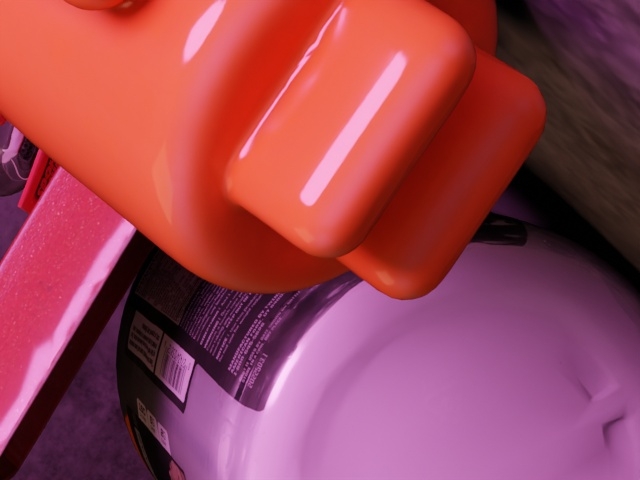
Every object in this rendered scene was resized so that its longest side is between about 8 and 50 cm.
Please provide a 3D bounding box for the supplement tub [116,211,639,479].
[{"bbox_3d":[0.018,0.073,0.880,0.207,0.207,0.338,43,175,-16],"label":"supplement tub"}]

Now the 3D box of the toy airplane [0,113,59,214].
[{"bbox_3d":[-0.108,-0.077,0.799,0.028,0.151,0.151,27,175,0],"label":"toy airplane"}]

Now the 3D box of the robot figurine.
[{"bbox_3d":[-0.035,-0.067,0.556,0.219,0.158,0.128,37,134,36],"label":"robot figurine"}]

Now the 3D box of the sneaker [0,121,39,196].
[{"bbox_3d":[-0.126,-0.101,0.886,0.072,0.178,0.077,-9,152,43],"label":"sneaker"}]

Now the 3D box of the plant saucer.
[{"bbox_3d":[-0.108,-0.001,0.879,0.048,0.258,0.259,31,175,-3],"label":"plant saucer"}]
